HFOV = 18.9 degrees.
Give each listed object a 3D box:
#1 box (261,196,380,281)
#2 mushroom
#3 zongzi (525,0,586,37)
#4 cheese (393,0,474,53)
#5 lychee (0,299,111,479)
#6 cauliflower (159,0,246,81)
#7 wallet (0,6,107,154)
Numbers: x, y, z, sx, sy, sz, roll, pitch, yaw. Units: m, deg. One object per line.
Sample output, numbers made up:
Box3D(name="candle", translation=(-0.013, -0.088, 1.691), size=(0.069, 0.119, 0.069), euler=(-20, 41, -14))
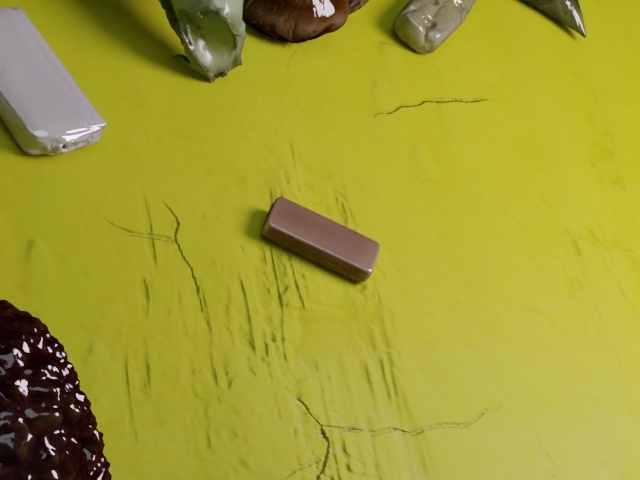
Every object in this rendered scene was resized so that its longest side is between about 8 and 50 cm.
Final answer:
Box3D(name="box", translation=(0.000, 0.000, 1.868), size=(0.115, 0.025, 0.048), euler=(25, 46, -6))
Box3D(name="mushroom", translation=(-0.016, -0.275, 2.094), size=(0.170, 0.080, 0.135), euler=(-4, 61, -29))
Box3D(name="zongzi", translation=(0.259, -0.290, 2.298), size=(0.104, 0.052, 0.113), euler=(-1, 62, -21))
Box3D(name="cheese", translation=(0.142, -0.276, 2.213), size=(0.065, 0.043, 0.194), euler=(33, 40, 5))
Box3D(name="lychee", translation=(-0.288, 0.160, 1.393), size=(0.271, 0.271, 0.271), euler=(16, 43, -16))
Box3D(name="cauliflower", translation=(-0.139, -0.350, 1.961), size=(0.327, 0.260, 0.281), euler=(-25, 57, -13))
Box3D(name="wallet", translation=(-0.284, -0.154, 1.853), size=(0.095, 0.033, 0.190), euler=(-14, 57, -37))
